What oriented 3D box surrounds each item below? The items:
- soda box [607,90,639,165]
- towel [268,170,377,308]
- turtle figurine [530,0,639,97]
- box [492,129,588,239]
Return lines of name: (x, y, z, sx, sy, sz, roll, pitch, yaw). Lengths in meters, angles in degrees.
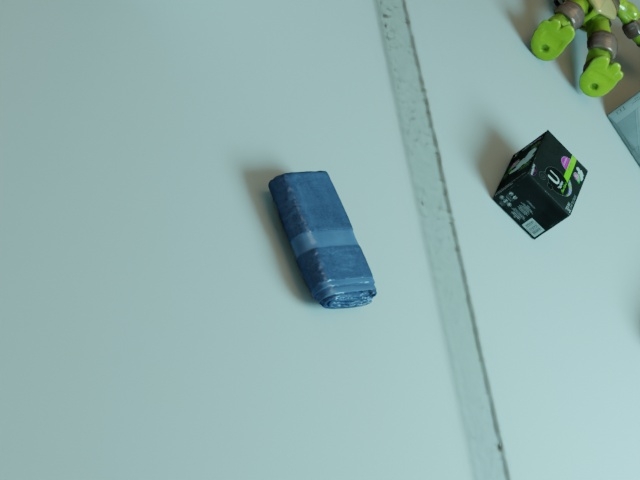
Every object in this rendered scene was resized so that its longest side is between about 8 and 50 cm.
soda box: (0.452, -0.157, 1.798, 0.286, 0.098, 0.091, -21, 76, -50)
towel: (0.000, 0.000, 1.276, 0.067, 0.029, 0.119, -2, 63, -46)
turtle figurine: (0.297, -0.274, 1.743, 0.269, 0.087, 0.217, 46, 45, -21)
box: (0.215, -0.055, 1.516, 0.062, 0.052, 0.083, 44, 40, -11)
